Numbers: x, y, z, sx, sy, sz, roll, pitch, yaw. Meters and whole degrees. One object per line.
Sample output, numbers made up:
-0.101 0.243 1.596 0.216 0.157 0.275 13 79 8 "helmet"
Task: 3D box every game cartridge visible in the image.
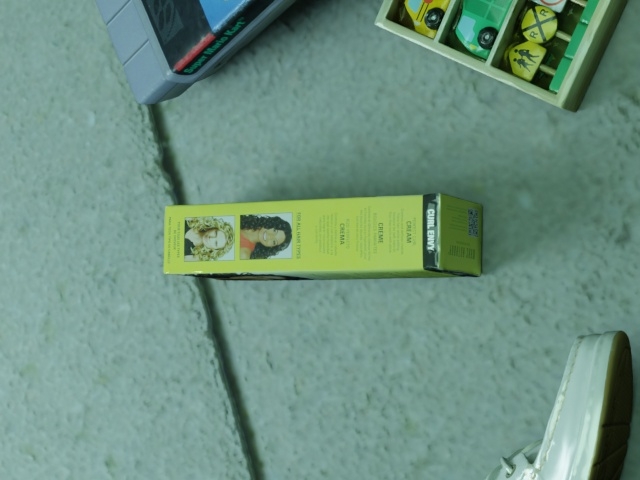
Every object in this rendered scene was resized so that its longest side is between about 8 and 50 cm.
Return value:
-0.076 -0.270 1.065 0.355 0.068 0.230 -34 71 48 "game cartridge"

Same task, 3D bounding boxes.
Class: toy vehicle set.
0.164 -0.247 1.057 0.166 0.035 0.267 27 100 26 "toy vehicle set"

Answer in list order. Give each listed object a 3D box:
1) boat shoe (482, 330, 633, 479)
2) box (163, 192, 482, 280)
0.146 0.189 1.013 0.096 0.098 0.277 16 96 26 "boat shoe"
0.000 0.000 1.104 0.232 0.087 0.058 -2 84 28 "box"
